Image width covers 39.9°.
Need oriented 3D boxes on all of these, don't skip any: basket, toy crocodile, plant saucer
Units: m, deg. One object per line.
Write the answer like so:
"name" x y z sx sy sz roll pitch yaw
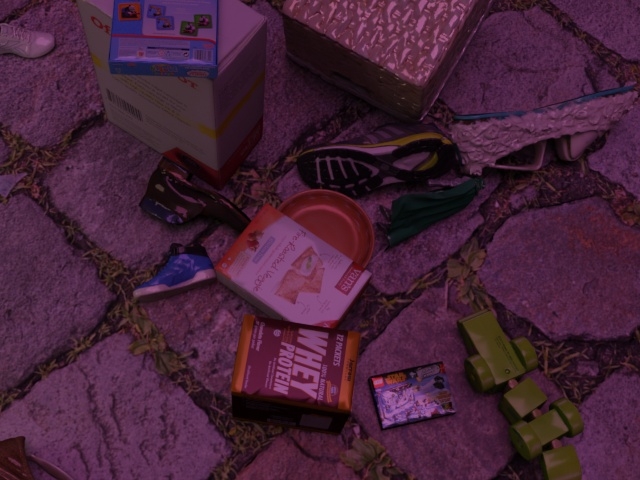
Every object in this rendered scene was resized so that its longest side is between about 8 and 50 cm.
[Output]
"basket" 0.130 -0.448 1.675 0.328 0.266 0.331 30 89 7
"toy crocodile" 0.343 0.272 1.523 0.115 0.105 0.340 -25 66 -14
"plant saucer" 0.000 0.000 1.637 0.200 0.037 0.200 2 66 -3

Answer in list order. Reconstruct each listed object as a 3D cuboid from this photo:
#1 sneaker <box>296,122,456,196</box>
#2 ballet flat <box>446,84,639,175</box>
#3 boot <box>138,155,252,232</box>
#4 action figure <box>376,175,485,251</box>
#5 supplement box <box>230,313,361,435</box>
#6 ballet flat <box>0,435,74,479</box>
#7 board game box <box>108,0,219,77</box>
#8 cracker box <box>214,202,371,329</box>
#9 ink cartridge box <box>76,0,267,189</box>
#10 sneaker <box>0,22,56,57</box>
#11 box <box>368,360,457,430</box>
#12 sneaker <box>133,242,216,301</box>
"sneaker" 0.103 -0.163 1.689 0.300 0.111 0.121 -5 32 3
"ballet flat" 0.436 -0.209 1.727 0.409 0.147 0.147 -12 68 -14
"boot" -0.230 -0.053 1.634 0.219 0.082 0.106 35 90 6
"action figure" 0.215 -0.072 1.656 0.232 0.137 0.063 -21 57 -22
"supplement box" -0.044 0.225 1.449 0.191 0.194 0.129 9 66 -1
"ballet flat" -0.416 0.442 1.384 0.124 0.116 0.342 -31 68 -37
"board game box" -0.235 -0.347 1.345 0.160 0.039 0.211 1 65 -7
"cracker box" -0.048 0.063 1.549 0.232 0.067 0.156 34 72 9
"ink cartridge box" -0.248 -0.297 1.553 0.279 0.385 0.160 33 68 9
"sneaker" -0.603 -0.398 1.744 0.152 0.061 0.054 -2 65 -7
"box" 0.160 0.271 1.538 0.137 0.027 0.094 -10 69 -9
"sneaker" -0.269 0.052 1.577 0.152 0.058 0.085 -17 75 -16
